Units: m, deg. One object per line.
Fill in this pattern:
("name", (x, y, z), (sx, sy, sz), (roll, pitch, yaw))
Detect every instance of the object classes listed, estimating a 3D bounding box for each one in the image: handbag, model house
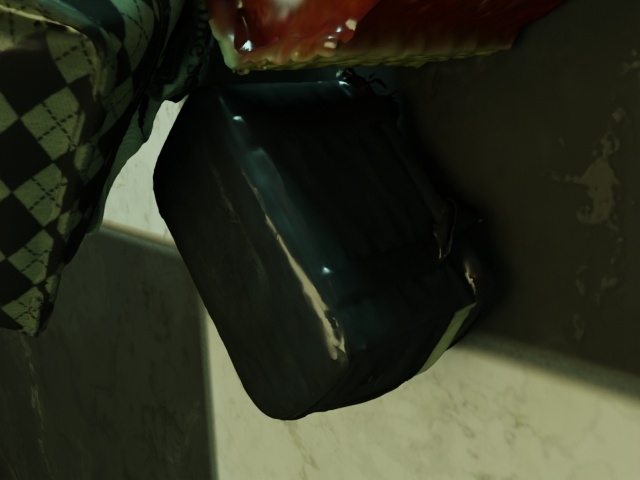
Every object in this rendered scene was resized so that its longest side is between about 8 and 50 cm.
("handbag", (0.000, 0.000, 0.545), (0.254, 0.181, 0.181), (60, 138, 19))
("handbag", (-0.176, -0.158, 0.575), (0.180, 0.416, 0.317), (21, 134, -6))
("model house", (0.049, -0.186, 0.430), (0.254, 0.196, 0.160), (-38, 73, 48))
